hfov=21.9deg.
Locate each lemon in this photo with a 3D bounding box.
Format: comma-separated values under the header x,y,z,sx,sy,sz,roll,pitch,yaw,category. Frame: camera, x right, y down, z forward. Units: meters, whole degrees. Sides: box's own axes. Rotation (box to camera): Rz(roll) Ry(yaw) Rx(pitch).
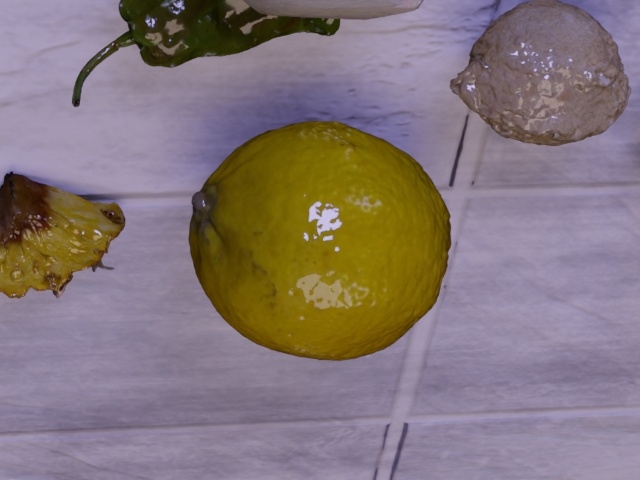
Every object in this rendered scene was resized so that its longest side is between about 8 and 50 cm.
x,y,z,sx,sy,sz,roll,pitch,yaw,category
0.000,0.000,1.329,0.231,0.192,0.192,16,138,-32,lemon

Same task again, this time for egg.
x,y,z,sx,sy,sz,roll,pitch,yaw,category
0.170,-0.123,1.252,0.140,0.116,0.118,13,141,-39,egg

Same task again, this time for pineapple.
x,y,z,sx,sy,sz,roll,pitch,yaw,category
-0.236,-0.011,1.391,0.137,0.069,0.116,-19,138,1,pineapple

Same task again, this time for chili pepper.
x,y,z,sx,sy,sz,roll,pitch,yaw,category
-0.089,-0.163,1.190,0.204,0.073,0.072,-13,128,-12,chili pepper

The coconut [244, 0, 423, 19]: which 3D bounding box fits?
x,y,z,sx,sy,sz,roll,pitch,yaw,category
0.015,-0.217,1.063,0.162,0.161,0.161,2,144,-16,coconut
